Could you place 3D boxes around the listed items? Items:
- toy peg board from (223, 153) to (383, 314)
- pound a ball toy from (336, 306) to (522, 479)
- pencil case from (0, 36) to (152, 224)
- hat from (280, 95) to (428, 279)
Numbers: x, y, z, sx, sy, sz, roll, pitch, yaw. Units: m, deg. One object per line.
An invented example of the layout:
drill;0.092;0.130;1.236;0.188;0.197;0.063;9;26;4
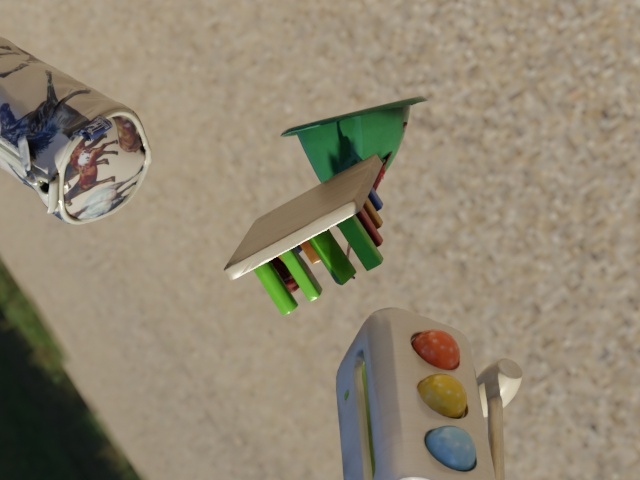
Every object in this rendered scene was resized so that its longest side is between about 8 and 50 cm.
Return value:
toy peg board;0.000;0.000;1.839;0.079;0.161;0.160;58;-161;-12
pound a ball toy;0.139;0.192;1.807;0.208;0.136;0.319;21;-149;-15
pencil case;-0.420;-0.175;2.242;0.410;0.183;0.160;30;115;24
hat;0.051;-0.059;2.051;0.173;0.208;0.184;-12;93;56
